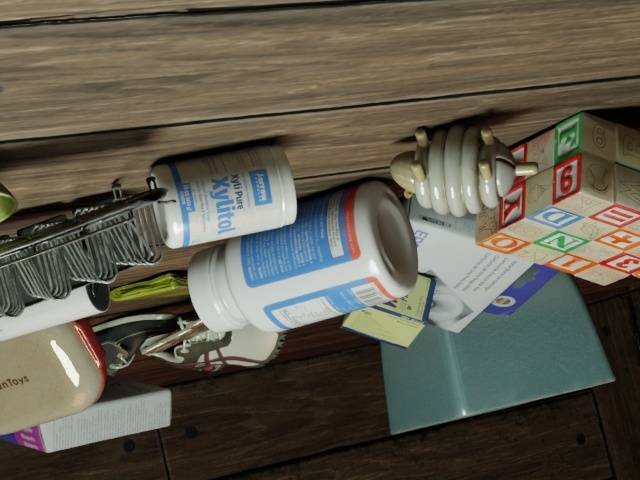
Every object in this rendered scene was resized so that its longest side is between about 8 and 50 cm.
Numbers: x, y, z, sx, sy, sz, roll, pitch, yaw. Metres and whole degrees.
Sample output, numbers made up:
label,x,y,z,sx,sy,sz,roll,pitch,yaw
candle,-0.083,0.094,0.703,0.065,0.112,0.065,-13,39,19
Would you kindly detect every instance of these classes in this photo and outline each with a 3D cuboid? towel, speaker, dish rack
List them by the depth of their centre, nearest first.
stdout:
label,x,y,z,sx,sy,sz,roll,pitch,yaw
dish rack,-0.216,0.017,1.218,0.208,0.074,0.271,-23,-175,-17
speaker,-0.299,0.068,1.719,0.136,0.055,0.055,-17,172,19
towel,-0.156,0.054,2.007,0.102,0.021,0.237,-12,175,32

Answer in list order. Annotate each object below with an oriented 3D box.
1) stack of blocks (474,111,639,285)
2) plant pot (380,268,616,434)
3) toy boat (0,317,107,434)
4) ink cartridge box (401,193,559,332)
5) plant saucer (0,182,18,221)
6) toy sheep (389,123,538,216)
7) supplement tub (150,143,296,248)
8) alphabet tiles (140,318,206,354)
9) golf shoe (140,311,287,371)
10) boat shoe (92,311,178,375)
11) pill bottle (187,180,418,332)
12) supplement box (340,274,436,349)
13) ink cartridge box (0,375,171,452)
label,x,y,z,sx,sy,sz,roll,pitch,yaw
stack of blocks,0.327,-0.021,1.603,0.297,0.087,0.171,17,155,-25
plant pot,0.221,0.115,2.212,0.247,0.252,0.248,-11,172,-23
toy boat,-0.355,0.135,1.904,0.231,0.151,0.151,-17,-159,24
ink cartridge box,0.162,0.038,1.829,0.224,0.045,0.223,15,150,-13
plant saucer,-0.334,-0.018,1.101,0.241,0.037,0.241,-14,173,-2
toy sheep,0.126,-0.063,1.399,0.132,0.091,0.091,4,177,16
supplement tub,-0.079,-0.036,1.281,0.107,0.071,0.071,-12,172,-13
alphabet tiles,-0.133,0.102,2.189,0.237,0.009,0.198,-27,176,3
golf shoe,-0.158,0.147,2.375,0.120,0.105,0.273,3,163,-41
boat shoe,-0.290,0.153,2.267,0.233,0.079,0.084,-20,168,32
pill bottle,-0.021,0.024,1.626,0.221,0.124,0.124,-16,172,24
supplement box,0.078,0.073,1.807,0.083,0.056,0.083,18,151,-6
ink cartridge box,-0.448,0.247,2.337,0.324,0.071,0.330,7,-171,42
